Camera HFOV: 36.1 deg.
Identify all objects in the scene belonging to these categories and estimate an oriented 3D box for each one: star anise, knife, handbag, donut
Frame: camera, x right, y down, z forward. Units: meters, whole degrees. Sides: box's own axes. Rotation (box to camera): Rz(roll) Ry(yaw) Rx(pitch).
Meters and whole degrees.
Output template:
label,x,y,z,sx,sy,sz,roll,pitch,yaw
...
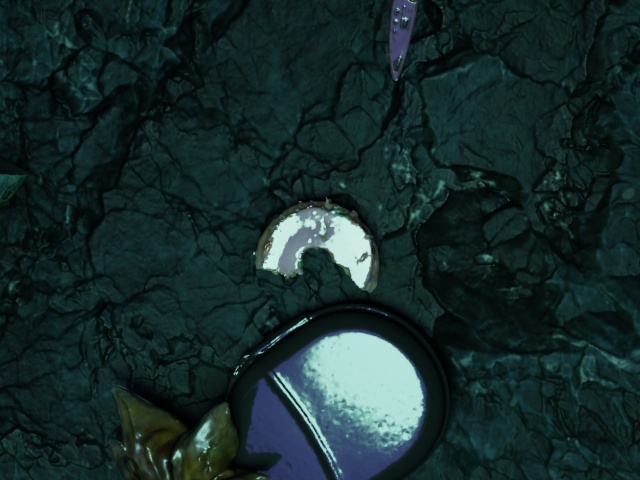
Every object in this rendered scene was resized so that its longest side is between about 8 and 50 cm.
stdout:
label,x,y,z,sx,sy,sz,roll,pitch,yaw
star anise,-0.168,0.341,1.250,0.292,0.109,0.350,29,123,28
knife,0.115,-0.332,1.281,0.035,0.018,0.248,11,94,2
handbag,0.017,0.220,1.276,0.308,0.093,0.254,-35,89,6
donut,0.000,0.000,1.283,0.166,0.065,0.117,10,95,4

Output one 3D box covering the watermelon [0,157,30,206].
label,x,y,z,sx,sy,sz,roll,pitch,yaw
watermelon,-0.598,-0.095,1.278,0.387,0.228,0.258,-16,81,1
